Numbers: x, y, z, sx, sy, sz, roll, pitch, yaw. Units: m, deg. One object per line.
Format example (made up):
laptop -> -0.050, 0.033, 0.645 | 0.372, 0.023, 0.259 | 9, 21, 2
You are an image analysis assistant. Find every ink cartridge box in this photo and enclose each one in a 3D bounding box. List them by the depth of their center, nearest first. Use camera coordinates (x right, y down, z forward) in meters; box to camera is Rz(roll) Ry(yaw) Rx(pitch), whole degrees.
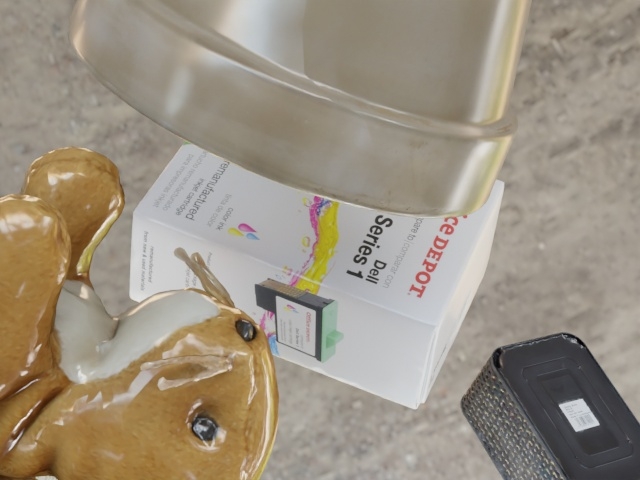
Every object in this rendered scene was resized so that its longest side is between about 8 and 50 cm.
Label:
ink cartridge box -> 0.000, 0.000, 1.313 | 0.278, 0.201, 0.117 | 20, 136, 10

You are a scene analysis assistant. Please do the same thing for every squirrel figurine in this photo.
squirrel figurine -> -0.233, 0.120, 1.016 | 0.370, 0.281, 0.397 | 28, 107, -13

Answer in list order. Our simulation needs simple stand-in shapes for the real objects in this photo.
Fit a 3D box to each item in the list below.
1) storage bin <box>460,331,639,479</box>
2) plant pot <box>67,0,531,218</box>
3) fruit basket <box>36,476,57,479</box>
storage bin -> 0.238, 0.192, 1.476 | 0.122, 0.180, 0.084 | -10, 144, -32
plant pot -> 0.027, -0.211, 1.009 | 0.323, 0.323, 0.280 | 9, 115, -38
fruit basket -> -0.223, 0.382, 1.241 | 0.165, 0.327, 0.353 | -11, 138, 22
